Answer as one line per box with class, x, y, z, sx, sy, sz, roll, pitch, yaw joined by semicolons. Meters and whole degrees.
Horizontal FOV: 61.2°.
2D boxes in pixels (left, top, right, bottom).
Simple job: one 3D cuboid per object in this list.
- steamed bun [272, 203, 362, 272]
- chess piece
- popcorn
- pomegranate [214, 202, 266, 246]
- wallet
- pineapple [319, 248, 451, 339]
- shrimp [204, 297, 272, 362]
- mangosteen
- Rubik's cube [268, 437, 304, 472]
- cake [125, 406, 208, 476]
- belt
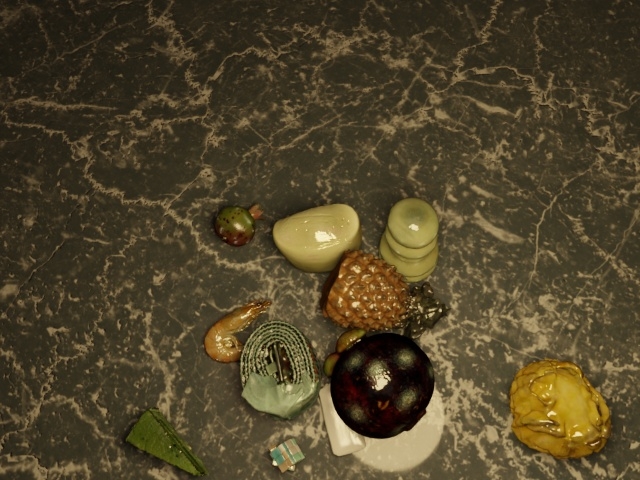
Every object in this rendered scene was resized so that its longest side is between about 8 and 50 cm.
steamed bun;0.000;0.000;1.549;0.250;0.200;0.155;-16;71;1
chess piece;0.245;-0.012;1.465;0.182;0.330;0.182;-2;71;5
popcorn;0.587;0.423;1.356;0.250;0.190;0.250;-4;67;10
pomegranate;-0.247;-0.049;1.640;0.129;0.159;0.129;9;112;23
wallet;0.055;0.477;1.461;0.095;0.033;0.190;-16;71;-3
pineapple;0.189;0.172;1.474;0.357;0.223;0.223;21;72;-6
shrimp;-0.225;0.259;1.551;0.236;0.053;0.133;-37;69;-5
mangosteen;0.143;0.353;1.370;0.288;0.288;0.288;-1;70;4
Rubik's cube;-0.092;0.569;1.420;0.073;0.084;0.075;-43;53;17
cake;-0.405;0.561;1.431;0.235;0.100;0.099;41;80;17
belt;-0.107;0.351;1.458;0.207;0.150;0.257;-16;68;8
